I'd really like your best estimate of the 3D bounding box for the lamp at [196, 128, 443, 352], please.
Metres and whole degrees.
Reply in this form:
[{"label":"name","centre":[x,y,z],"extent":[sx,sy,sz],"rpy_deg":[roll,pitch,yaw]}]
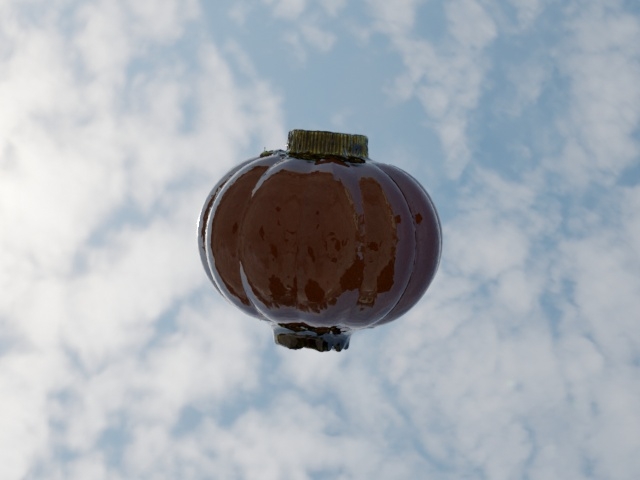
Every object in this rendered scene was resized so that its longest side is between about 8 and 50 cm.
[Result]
[{"label":"lamp","centre":[0.000,0.000,0.951],"extent":[0.223,0.223,0.196],"rpy_deg":[7,-83,30]}]
